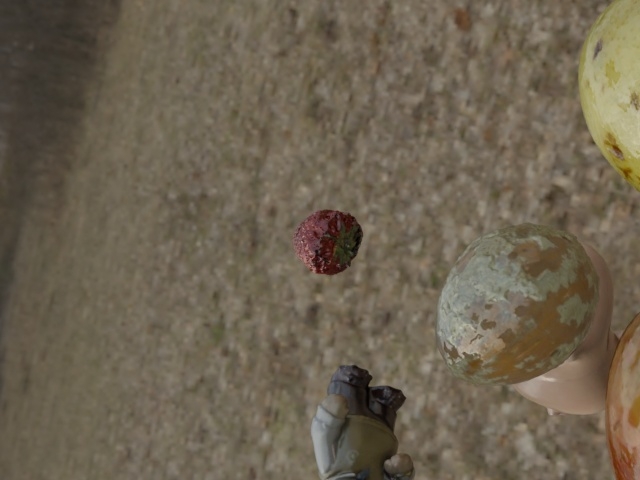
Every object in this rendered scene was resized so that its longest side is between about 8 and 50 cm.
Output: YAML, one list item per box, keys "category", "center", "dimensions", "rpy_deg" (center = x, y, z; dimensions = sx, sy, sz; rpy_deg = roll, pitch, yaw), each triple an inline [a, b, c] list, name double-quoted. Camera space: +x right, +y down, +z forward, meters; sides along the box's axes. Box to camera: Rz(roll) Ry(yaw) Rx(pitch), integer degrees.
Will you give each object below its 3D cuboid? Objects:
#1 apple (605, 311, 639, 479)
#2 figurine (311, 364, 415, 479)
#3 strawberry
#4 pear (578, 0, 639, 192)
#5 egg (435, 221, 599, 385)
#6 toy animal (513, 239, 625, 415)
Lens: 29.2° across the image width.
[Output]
- category: "apple"
  center: [0.292, 0.123, 0.822]
  dimensions: [0.210, 0.235, 0.173]
  rpy_deg: [-39, 22, -5]
- category: "figurine"
  center: [0.048, 0.350, 1.600]
  dimensions: [0.206, 0.218, 0.365]
  rpy_deg: [-1, 58, 44]
- category: "strawberry"
  center: [0.000, 0.000, 1.291]
  dimensions: [0.083, 0.073, 0.073]
  rpy_deg: [12, 89, 43]
- category: "pear"
  center: [0.435, -0.170, 1.324]
  dimensions: [0.309, 0.309, 0.309]
  rpy_deg: [-167, 90, -72]
- category: "egg"
  center: [0.259, 0.088, 1.635]
  dimensions: [0.245, 0.203, 0.203]
  rpy_deg: [-44, 15, -10]
- category: "toy animal"
  center: [0.430, 0.153, 2.164]
  dimensions: [0.237, 0.269, 0.326]
  rpy_deg: [9, 102, 29]
